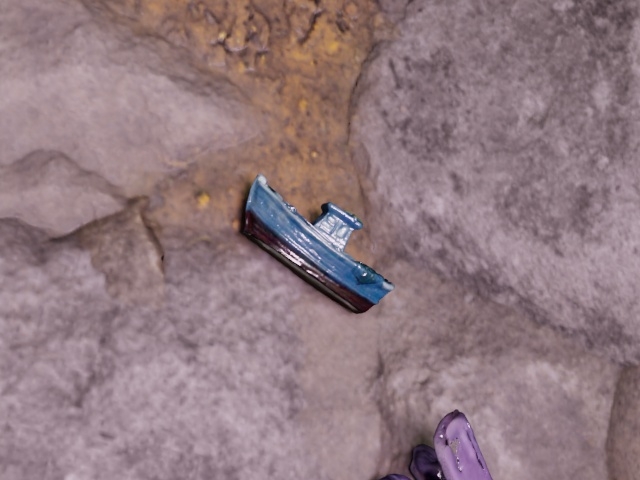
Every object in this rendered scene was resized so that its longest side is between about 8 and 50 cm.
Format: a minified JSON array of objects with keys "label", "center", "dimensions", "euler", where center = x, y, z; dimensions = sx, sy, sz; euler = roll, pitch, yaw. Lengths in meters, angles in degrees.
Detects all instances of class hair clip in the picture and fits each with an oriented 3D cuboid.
[{"label":"hair clip","center":[0.144,0.251,1.114],"dimensions":[0.137,0.090,0.278],"euler":[-39,101,-45]}]

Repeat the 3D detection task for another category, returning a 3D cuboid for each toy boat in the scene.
[{"label":"toy boat","center":[0.000,0.000,1.131],"dimensions":[0.137,0.060,0.061],"euler":[34,79,-7]}]
